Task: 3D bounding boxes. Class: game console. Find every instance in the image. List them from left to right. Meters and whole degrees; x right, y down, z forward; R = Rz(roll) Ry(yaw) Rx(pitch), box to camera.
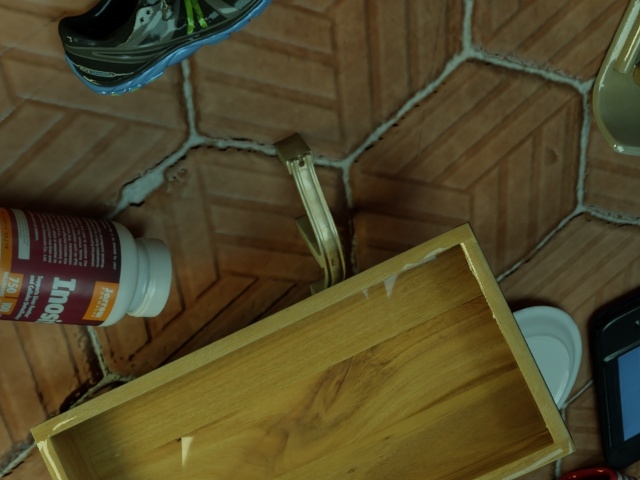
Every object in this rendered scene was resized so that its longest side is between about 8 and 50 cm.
[{"bbox_3d":[0.471,0.179,1.257,0.250,0.173,0.293,-26,132,-8],"label":"game console"}]

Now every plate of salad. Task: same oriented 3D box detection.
[{"bbox_3d":[0.202,0.155,1.183,0.199,0.048,0.200,-17,124,-26],"label":"plate of salad"}]

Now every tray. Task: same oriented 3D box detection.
[{"bbox_3d":[-0.017,0.163,0.923,0.410,0.203,0.076,-26,178,7],"label":"tray"}]

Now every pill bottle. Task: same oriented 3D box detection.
[{"bbox_3d":[-0.198,0.023,0.843,0.152,0.086,0.086,7,121,-31],"label":"pill bottle"}]

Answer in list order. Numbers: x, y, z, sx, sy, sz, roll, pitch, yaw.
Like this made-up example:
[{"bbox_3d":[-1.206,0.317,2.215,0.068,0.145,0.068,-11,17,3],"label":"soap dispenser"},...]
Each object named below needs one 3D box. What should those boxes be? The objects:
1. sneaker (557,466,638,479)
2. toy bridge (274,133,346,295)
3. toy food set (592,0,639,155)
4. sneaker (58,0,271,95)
[{"bbox_3d":[0.322,0.369,1.407,0.128,0.087,0.221,33,109,-20],"label":"sneaker"},{"bbox_3d":[0.000,0.000,0.946,0.026,0.063,0.188,-23,131,-11],"label":"toy bridge"},{"bbox_3d":[0.398,-0.212,0.974,0.219,0.092,0.306,2,124,-28],"label":"toy food set"},{"bbox_3d":[-0.100,-0.175,0.756,0.188,0.067,0.078,-34,139,3],"label":"sneaker"}]
